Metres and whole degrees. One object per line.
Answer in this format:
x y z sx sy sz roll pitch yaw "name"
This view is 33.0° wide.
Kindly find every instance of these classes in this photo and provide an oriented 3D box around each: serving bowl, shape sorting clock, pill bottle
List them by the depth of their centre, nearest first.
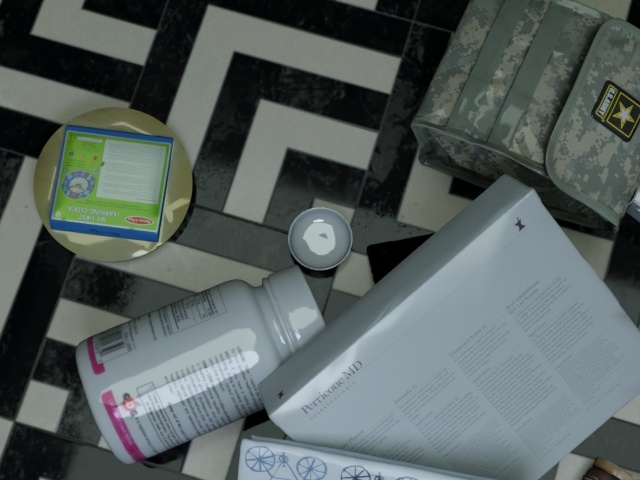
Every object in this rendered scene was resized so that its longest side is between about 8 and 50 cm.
-0.132 0.143 1.295 0.283 0.160 0.160 -22 77 -4 "pill bottle"
0.000 0.000 1.395 0.083 0.027 0.083 0 77 1 "serving bowl"
-0.270 -0.073 1.411 0.206 0.040 0.206 1 77 -3 "shape sorting clock"

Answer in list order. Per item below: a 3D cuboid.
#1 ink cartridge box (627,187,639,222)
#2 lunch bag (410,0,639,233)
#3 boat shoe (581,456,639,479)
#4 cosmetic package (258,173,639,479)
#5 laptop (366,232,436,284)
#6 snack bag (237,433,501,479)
0.458 -0.085 1.387 0.109 0.063 0.150 39 81 10 "ink cartridge box"
0.289 -0.166 1.344 0.287 0.169 0.235 23 78 16 "lunch bag"
0.401 0.342 1.284 0.207 0.073 0.073 30 75 16 "boat shoe"
0.163 0.155 1.232 0.377 0.097 0.284 -40 111 0 "cosmetic package"
0.199 0.123 1.369 0.234 0.136 0.264 -11 51 -2 "laptop"
0.046 0.390 1.198 0.323 0.037 0.342 11 110 0 "snack bag"
